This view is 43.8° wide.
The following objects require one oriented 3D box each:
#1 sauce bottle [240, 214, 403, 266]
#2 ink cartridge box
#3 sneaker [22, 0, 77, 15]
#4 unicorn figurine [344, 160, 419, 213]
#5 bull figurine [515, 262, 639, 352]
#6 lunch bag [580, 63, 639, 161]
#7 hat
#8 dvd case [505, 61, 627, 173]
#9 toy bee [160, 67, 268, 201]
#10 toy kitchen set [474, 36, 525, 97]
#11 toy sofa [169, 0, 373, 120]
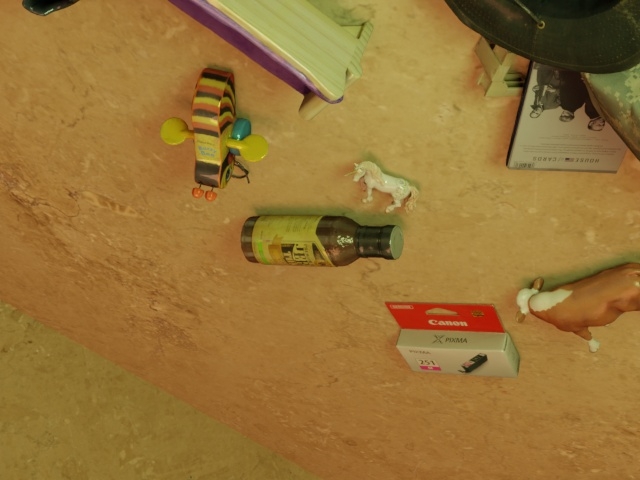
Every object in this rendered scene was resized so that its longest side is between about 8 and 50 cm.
[{"bbox_3d":[0.000,0.000,1.653,0.345,0.111,0.111,0,142,29],"label":"sauce bottle"},{"bbox_3d":[0.308,0.237,1.884,0.275,0.060,0.239,-1,143,30],"label":"ink cartridge box"},{"bbox_3d":[-0.357,-0.428,1.204,0.111,0.121,0.300,37,144,-24],"label":"sneaker"},{"bbox_3d":[0.111,-0.104,1.498,0.162,0.060,0.111,7,148,-10],"label":"unicorn figurine"},{"bbox_3d":[0.535,0.131,1.565,0.188,0.101,0.310,31,148,-24],"label":"bull figurine"},{"bbox_3d":[0.499,-0.136,1.034,0.169,0.235,0.287,-41,143,9],"label":"lunch bag"},{"bbox_3d":[0.295,-0.358,0.940,0.331,0.134,0.331,29,147,21],"label":"hat"},{"bbox_3d":[0.390,-0.189,1.204,0.180,0.029,0.238,3,146,4],"label":"dvd case"},{"bbox_3d":[-0.185,-0.160,1.472,0.195,0.162,0.298,-1,142,27],"label":"toy bee"},{"bbox_3d":[0.276,-0.267,1.180,0.075,0.068,0.083,-5,144,-22],"label":"toy kitchen set"},{"bbox_3d":[-0.114,-0.325,1.174,0.363,0.177,0.150,32,145,-20],"label":"toy sofa"}]
